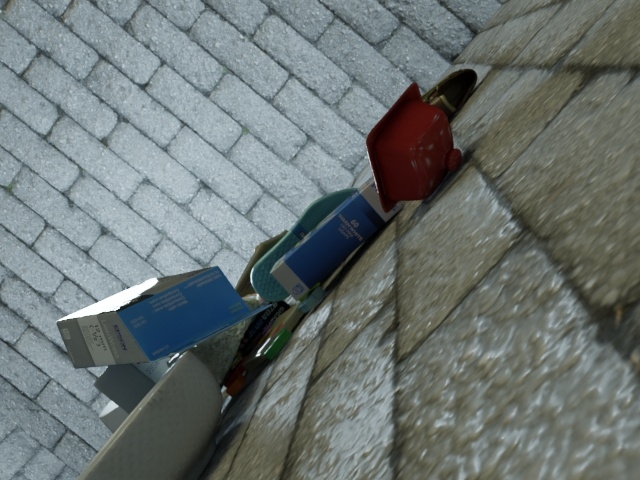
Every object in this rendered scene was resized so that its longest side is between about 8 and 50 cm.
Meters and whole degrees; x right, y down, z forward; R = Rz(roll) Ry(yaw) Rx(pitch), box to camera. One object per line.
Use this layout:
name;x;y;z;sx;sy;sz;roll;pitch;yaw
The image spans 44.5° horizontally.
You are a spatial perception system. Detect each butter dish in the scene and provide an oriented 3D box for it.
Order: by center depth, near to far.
butter dish;0.158;-0.132;1.191;0.160;0.118;0.160;-50;-39;-30

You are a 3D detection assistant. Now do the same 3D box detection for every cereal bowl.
cereal bowl;-0.269;0.346;1.243;0.339;0.141;0.339;-51;3;4

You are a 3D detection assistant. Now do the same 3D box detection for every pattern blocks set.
pattern blocks set;-0.091;0.192;1.545;0.285;0.026;0.325;-51;4;-15

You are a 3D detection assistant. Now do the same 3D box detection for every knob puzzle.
knob puzzle;-0.126;0.045;1.784;0.213;0.030;0.213;-46;-16;-18

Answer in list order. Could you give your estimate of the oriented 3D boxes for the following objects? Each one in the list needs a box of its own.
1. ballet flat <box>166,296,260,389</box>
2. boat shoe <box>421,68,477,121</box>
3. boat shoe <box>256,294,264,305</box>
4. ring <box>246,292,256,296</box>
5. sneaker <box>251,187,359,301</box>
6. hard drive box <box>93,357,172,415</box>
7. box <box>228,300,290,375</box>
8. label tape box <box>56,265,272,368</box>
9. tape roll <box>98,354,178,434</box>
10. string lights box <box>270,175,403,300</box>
ballet flat;-0.230;0.201;1.707;0.147;0.147;0.409;-49;8;19
boat shoe;0.260;-0.299;1.763;0.257;0.095;0.095;-51;10;-16
boat shoe;-0.083;0.107;2.079;0.207;0.073;0.073;-46;-33;18
ring;-0.265;0.178;2.326;0.337;0.032;0.336;-8;-4;-1
sneaker;0.000;0.000;1.693;0.319;0.127;0.208;-38;-5;11
hard drive box;-0.342;0.322;1.659;0.089;0.232;0.181;-50;4;6
box;-0.168;0.230;1.916;0.220;0.051;0.175;-51;4;-9
label tape box;-0.302;0.141;1.493;0.348;0.115;0.249;-15;8;45
tape roll;-0.387;0.338;1.979;0.392;0.072;0.392;-40;5;4
string lights box;0.030;-0.007;1.469;0.260;0.076;0.133;-42;4;4
